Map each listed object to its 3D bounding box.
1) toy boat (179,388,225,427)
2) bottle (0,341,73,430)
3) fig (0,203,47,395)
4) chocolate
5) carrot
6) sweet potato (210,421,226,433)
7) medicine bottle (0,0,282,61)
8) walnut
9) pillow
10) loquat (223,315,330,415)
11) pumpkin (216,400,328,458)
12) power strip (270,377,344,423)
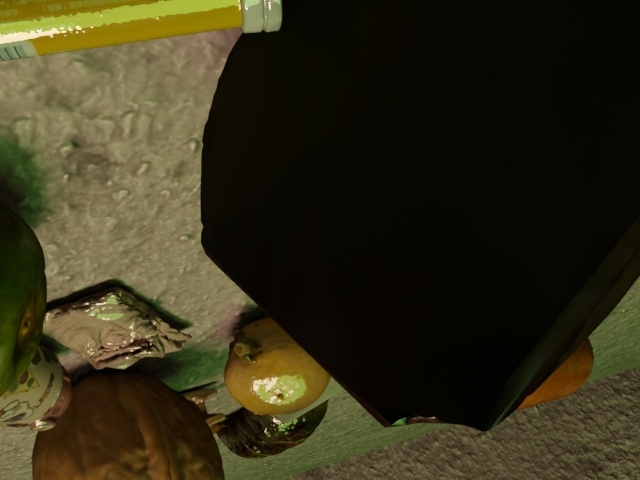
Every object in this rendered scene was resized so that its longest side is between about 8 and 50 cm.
[{"bbox_3d":[-0.336,0.350,1.393,0.310,0.089,0.115,-12,165,-11],"label":"toy boat"},{"bbox_3d":[-0.394,0.174,0.935,0.120,0.120,0.253,-17,156,-1],"label":"bottle"},{"bbox_3d":[-0.385,0.046,0.632,0.275,0.206,0.206,12,150,-8],"label":"fig"},{"bbox_3d":[0.122,-0.049,0.553,0.297,0.326,0.314,24,101,-52],"label":"chocolate"},{"bbox_3d":[0.391,0.254,1.547,0.331,0.193,0.214,-1,175,-43],"label":"carrot"},{"bbox_3d":[-0.330,0.426,1.601,0.274,0.067,0.067,-7,154,-24],"label":"sweet potato"},{"bbox_3d":[-0.136,-0.153,0.460,0.218,0.074,0.074,-11,156,-10],"label":"medicine bottle"},{"bbox_3d":[-0.300,0.358,1.169,0.252,0.313,0.277,-37,146,4],"label":"walnut"},{"bbox_3d":[-0.278,0.130,1.008,0.135,0.049,0.248,-16,154,7],"label":"pillow"},{"bbox_3d":[-0.073,0.190,1.154,0.172,0.149,0.204,-22,145,22],"label":"loquat"},{"bbox_3d":[-0.101,0.401,1.647,0.279,0.111,0.163,-13,151,-7],"label":"pumpkin"},{"bbox_3d":[-0.018,0.274,1.475,0.213,0.064,0.198,-30,155,-4],"label":"power strip"}]
